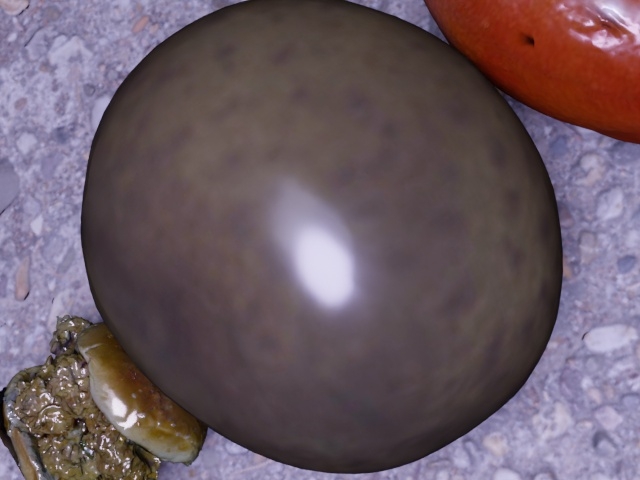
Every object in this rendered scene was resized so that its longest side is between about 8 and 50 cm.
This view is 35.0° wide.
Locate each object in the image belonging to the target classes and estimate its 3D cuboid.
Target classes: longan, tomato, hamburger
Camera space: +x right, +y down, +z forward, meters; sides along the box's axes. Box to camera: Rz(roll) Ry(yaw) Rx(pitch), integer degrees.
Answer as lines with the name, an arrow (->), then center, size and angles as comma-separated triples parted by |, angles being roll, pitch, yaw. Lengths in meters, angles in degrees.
longan -> 0.000, 0.000, 0.759 | 0.360, 0.361, 0.361 | -2, 79, 11
tomato -> 0.240, -0.232, 0.774 | 0.341, 0.273, 0.342 | -1, 87, 18
hamburger -> -0.173, 0.132, 0.840 | 0.131, 0.159, 0.185 | -45, 65, 16
